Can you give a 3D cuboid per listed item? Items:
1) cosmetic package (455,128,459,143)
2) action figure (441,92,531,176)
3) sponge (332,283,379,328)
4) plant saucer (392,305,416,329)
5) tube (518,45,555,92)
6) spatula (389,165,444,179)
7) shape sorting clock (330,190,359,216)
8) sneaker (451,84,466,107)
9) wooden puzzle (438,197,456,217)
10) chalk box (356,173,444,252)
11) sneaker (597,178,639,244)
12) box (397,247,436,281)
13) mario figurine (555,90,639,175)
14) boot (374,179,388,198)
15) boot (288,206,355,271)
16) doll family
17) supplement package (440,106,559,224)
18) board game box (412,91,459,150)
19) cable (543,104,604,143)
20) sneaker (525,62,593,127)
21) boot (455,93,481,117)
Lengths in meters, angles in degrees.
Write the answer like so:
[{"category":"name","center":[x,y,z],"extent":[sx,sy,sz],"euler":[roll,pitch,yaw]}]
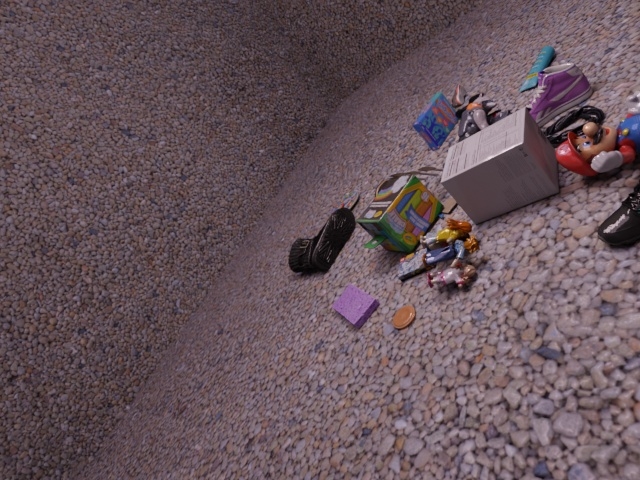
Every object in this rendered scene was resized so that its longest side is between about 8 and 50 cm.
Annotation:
[{"category":"cosmetic package","center":[0.608,-0.448,1.820],"extent":[0.060,0.041,0.115],"euler":[-25,30,45]},{"category":"action figure","center":[0.568,-0.384,1.554],"extent":[0.341,0.178,0.331],"euler":[144,145,-73]},{"category":"sponge","center":[0.121,0.230,1.555],"extent":[0.117,0.031,0.210],"euler":[-49,22,-6]},{"category":"plant saucer","center":[0.254,0.233,1.325],"extent":[0.083,0.013,0.084],"euler":[-39,22,19]},{"category":"tube","center":[0.872,-0.684,1.743],"extent":[0.207,0.052,0.080],"euler":[-58,14,-11]},{"category":"spatula","center":[0.396,-0.261,1.683],"extent":[0.241,0.019,0.168],"euler":[-6,-7,-45]},{"category":"shape sorting clock","center":[0.122,-0.182,2.271],"extent":[0.206,0.040,0.206],"euler":[-39,23,19]},{"category":"sneaker","center":[0.673,-0.712,2.145],"extent":[0.064,0.061,0.158],"euler":[-33,23,46]},{"category":"wooden puzzle","center":[0.464,-0.126,1.565],"extent":[0.116,0.014,0.078],"euler":[-47,17,0]},{"category":"chalk box","center":[0.272,-0.072,1.592],"extent":[0.289,0.179,0.180],"euler":[-52,18,-10]},{"category":"sneaker","center":[0.708,-0.103,0.936],"extent":[0.267,0.106,0.101],"euler":[-43,23,13]},{"category":"box","center":[0.323,0.074,1.454],"extent":[0.137,0.027,0.094],"euler":[-30,28,36]},{"category":"mario figurine","center":[0.745,-0.270,1.059],"extent":[0.320,0.170,0.198],"euler":[-19,-1,37]},{"category":"boot","center":[0.302,-0.185,1.910],"extent":[0.137,0.076,0.198],"euler":[-5,59,54]},{"category":"boot","center":[-0.003,-0.002,2.063],"extent":[0.260,0.131,0.348],"euler":[-8,44,58]},{"category":"doll family","center":[0.384,0.019,1.288],"extent":[0.163,0.118,0.263],"euler":[-19,31,24]},{"category":"supplement package","center":[0.543,-0.220,1.320],"extent":[0.262,0.199,0.198],"euler":[-26,29,43]},{"category":"board game box","center":[0.529,-0.541,1.973],"extent":[0.210,0.160,0.047],"euler":[-54,23,-17]},{"category":"cable","center":[0.768,-0.357,1.349],"extent":[0.151,0.047,0.184],"euler":[-55,22,-21]},{"category":"sneaker","center":[0.741,-0.485,1.475],"extent":[0.282,0.161,0.102],"euler":[-34,26,32]},{"category":"boot","center":[0.679,-0.615,1.978],"extent":[0.121,0.045,0.099],"euler":[-15,39,42]}]
